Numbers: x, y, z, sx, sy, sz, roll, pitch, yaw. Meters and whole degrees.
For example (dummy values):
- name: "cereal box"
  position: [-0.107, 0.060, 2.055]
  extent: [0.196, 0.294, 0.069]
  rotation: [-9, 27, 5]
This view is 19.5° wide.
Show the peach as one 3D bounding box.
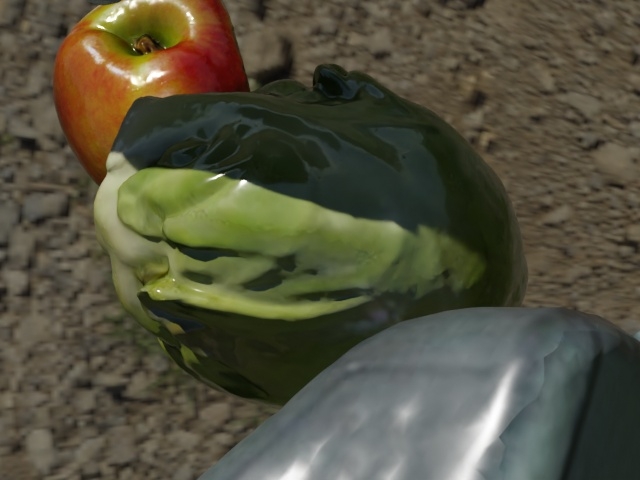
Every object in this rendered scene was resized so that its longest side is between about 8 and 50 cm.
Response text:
- name: "peach"
  position: [-0.164, -0.142, 2.040]
  extent: [0.245, 0.274, 0.248]
  rotation: [-6, 48, 20]

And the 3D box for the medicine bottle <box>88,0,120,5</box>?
- name: "medicine bottle"
  position: [-0.213, -0.329, 1.134]
  extent: [0.379, 0.213, 0.213]
  rotation: [37, 106, -15]

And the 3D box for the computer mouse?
- name: "computer mouse"
  position: [-0.030, 0.158, 0.385]
  extent: [0.371, 0.188, 0.122]
  rotation: [-44, 61, -8]

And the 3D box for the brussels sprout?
- name: "brussels sprout"
  position: [0.000, 0.000, 1.405]
  extent: [0.328, 0.328, 0.247]
  rotation: [-2, 49, 24]
